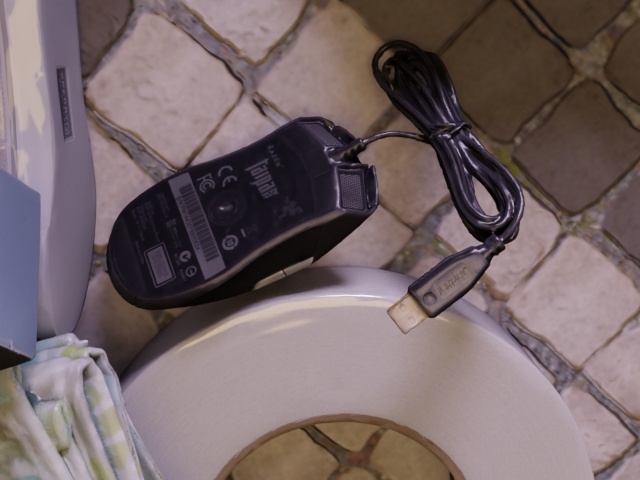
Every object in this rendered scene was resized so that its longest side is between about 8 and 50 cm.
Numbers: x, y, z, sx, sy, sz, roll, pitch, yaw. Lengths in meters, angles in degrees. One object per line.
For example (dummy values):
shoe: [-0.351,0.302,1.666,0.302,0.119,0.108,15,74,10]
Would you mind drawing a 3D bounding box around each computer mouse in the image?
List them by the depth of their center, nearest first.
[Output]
computer mouse: [0.000,0.000,0.552,0.262,0.184,0.060,-31,150,0]

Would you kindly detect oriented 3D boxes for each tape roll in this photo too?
tape roll: [0.012,0.211,0.642,0.392,0.072,0.392,-1,105,-5]

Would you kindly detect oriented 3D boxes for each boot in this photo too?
boot: [-0.221,-0.062,0.548,0.123,0.095,0.258,0,99,4]

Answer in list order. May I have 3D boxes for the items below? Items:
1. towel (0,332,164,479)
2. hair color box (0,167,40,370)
towel: [-0.236,0.256,0.574,0.374,0.090,0.320,-22,100,21]
hair color box: [-0.360,0.037,0.449,0.374,0.113,0.185,-18,150,17]
